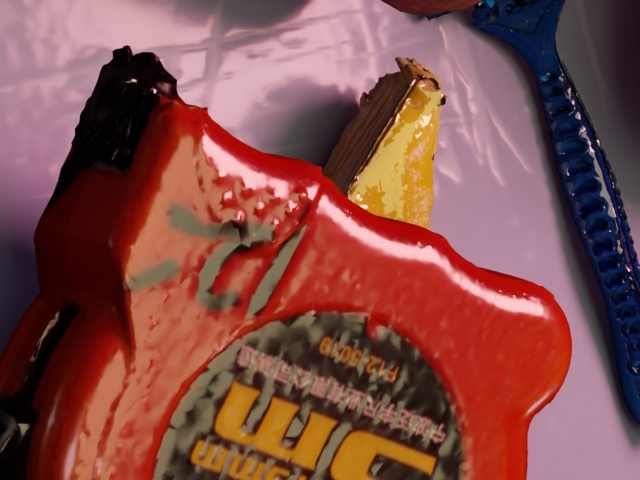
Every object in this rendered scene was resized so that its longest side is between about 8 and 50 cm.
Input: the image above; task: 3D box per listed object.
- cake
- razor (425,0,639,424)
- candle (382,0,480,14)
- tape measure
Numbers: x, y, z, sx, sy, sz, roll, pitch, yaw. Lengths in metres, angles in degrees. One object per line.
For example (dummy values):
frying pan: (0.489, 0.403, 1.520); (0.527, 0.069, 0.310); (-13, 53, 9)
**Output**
cake: (-0.001, -0.001, 0.755); (0.116, 0.080, 0.184); (-1, 101, -22)
razor: (0.157, -0.027, 0.866); (0.324, 0.093, 0.056); (65, 24, -21)
candle: (0.108, -0.269, 0.696); (0.131, 0.287, 0.316); (23, 74, -37)
tape measure: (-0.031, 0.084, 0.644); (0.253, 0.114, 0.260); (25, 82, -27)
